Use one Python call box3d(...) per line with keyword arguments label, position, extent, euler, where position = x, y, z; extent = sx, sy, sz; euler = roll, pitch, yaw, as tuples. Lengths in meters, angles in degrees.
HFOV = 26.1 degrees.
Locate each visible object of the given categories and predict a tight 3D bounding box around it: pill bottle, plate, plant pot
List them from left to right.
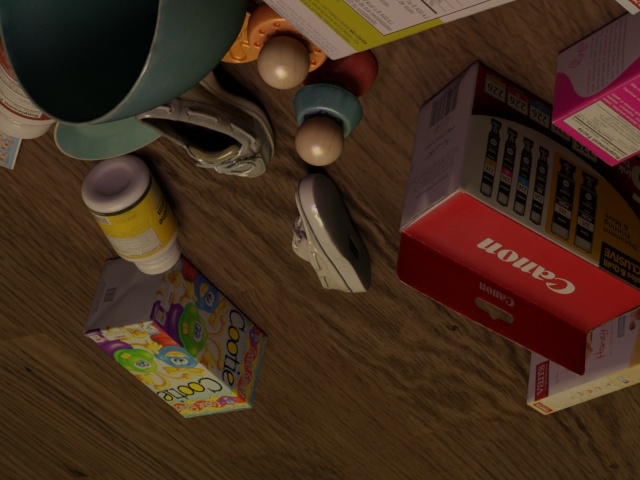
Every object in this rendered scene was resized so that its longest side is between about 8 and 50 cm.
box3d(label="pill bottle", position=(-0.354, -0.222, 1.742), extent=(0.121, 0.121, 0.216), euler=(22, 145, -14))
box3d(label="plate", position=(-0.262, -0.170, 1.808), extent=(0.188, 0.024, 0.188), euler=(-22, 156, -11))
box3d(label="pill bottle", position=(-0.267, -0.033, 2.003), extent=(0.103, 0.103, 0.184), euler=(-1, 144, 18))
box3d(label="plant pot", position=(-0.194, -0.274, 1.525), extent=(0.195, 0.290, 0.290), euler=(-7, 165, -46))

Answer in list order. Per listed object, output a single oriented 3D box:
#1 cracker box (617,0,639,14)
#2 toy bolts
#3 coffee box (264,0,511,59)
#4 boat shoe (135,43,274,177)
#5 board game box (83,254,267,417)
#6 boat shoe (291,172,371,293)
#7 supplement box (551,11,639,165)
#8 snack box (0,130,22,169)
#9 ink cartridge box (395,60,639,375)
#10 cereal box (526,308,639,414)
box3d(label="cracker box", position=(0.356, -0.344, 1.395), extent=(0.155, 0.067, 0.232), euler=(33, 140, -26))
box3d(label="toy bolts", position=(-0.048, -0.193, 1.655), extent=(0.218, 0.158, 0.228), euler=(-13, 139, 32))
box3d(label="coffee box", position=(0.057, -0.400, 1.092), extent=(0.338, 0.338, 0.334), euler=(38, 154, -27))
box3d(label="boat shoe", position=(-0.152, -0.144, 1.769), extent=(0.118, 0.103, 0.320), euler=(0, 161, 19))
box3d(label="board game box", position=(-0.227, 0.153, 2.222), extent=(0.142, 0.144, 0.275), euler=(-12, 140, 30))
box3d(label="boat shoe", position=(0.000, 0.000, 1.976), extent=(0.084, 0.095, 0.258), euler=(-6, 141, 18))
box3d(label="supplement box", position=(0.380, -0.192, 1.567), extent=(0.114, 0.111, 0.220), euler=(32, 142, -28))
box3d(label="snack box", position=(-0.447, -0.163, 1.942), extent=(0.064, 0.022, 0.178), euler=(19, 145, -11))
box3d(label="ink cartridge box", position=(0.262, -0.021, 1.707), extent=(0.309, 0.272, 0.130), euler=(27, 143, -21))
box3d(label="cereal box", position=(0.402, 0.139, 1.983), extent=(0.047, 0.173, 0.240), euler=(33, 140, -28))
